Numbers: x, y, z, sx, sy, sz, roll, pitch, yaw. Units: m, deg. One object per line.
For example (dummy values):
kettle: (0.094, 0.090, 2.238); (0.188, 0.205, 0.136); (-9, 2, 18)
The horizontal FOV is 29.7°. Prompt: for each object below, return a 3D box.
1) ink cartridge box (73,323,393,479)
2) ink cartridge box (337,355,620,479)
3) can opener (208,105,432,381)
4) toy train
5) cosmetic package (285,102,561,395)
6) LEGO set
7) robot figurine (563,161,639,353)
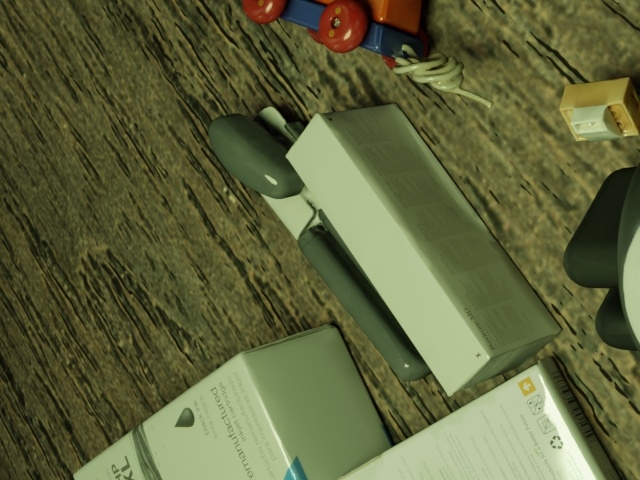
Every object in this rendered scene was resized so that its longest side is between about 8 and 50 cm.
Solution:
ink cartridge box: (-0.072, 0.249, 1.128); (0.307, 0.129, 0.223); (-38, 73, 41)
ink cartridge box: (0.143, 0.230, 0.951); (0.208, 0.045, 0.206); (-34, 75, 26)
can opener: (0.000, 0.000, 1.033); (0.283, 0.095, 0.076); (52, 129, 23)
toy train: (0.062, -0.206, 0.940); (0.248, 0.105, 0.143); (27, 103, 37)
cosmetic package: (0.078, 0.001, 0.958); (0.060, 0.099, 0.239); (-49, 65, 37)
LEGO set: (0.273, -0.132, 0.748); (0.287, 0.132, 0.107); (164, 111, -66)
robot figurine: (0.290, 0.008, 0.714); (0.278, 0.209, 0.174); (-2, 81, 44)
